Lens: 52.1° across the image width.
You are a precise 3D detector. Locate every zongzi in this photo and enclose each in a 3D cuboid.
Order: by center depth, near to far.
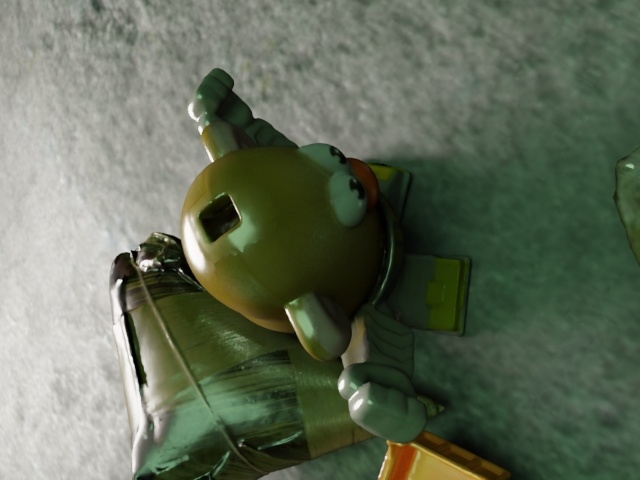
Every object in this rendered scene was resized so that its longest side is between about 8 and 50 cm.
[{"bbox_3d":[-0.063,0.097,0.690,0.317,0.154,0.289,-20,68,8],"label":"zongzi"}]

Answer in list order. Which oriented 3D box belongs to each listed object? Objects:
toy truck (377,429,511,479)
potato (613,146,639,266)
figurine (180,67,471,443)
[{"bbox_3d":[0.079,0.303,0.554,0.114,0.135,0.270,20,94,32],"label":"toy truck"},{"bbox_3d":[0.367,0.026,0.441,0.264,0.211,0.189,41,151,62],"label":"potato"},{"bbox_3d":[0.000,0.002,0.557,0.342,0.285,0.167,38,105,32],"label":"figurine"}]
